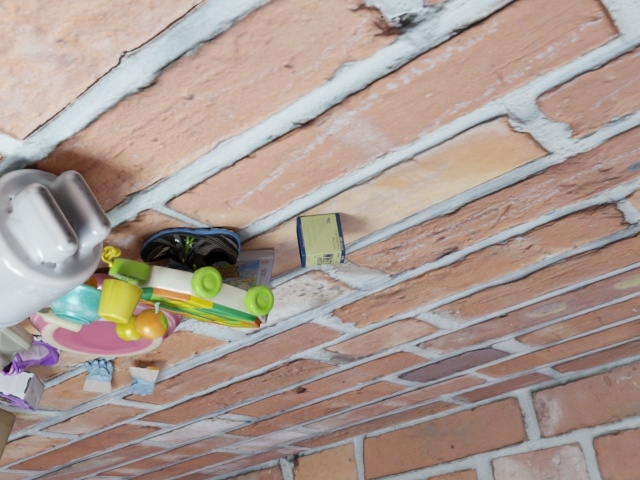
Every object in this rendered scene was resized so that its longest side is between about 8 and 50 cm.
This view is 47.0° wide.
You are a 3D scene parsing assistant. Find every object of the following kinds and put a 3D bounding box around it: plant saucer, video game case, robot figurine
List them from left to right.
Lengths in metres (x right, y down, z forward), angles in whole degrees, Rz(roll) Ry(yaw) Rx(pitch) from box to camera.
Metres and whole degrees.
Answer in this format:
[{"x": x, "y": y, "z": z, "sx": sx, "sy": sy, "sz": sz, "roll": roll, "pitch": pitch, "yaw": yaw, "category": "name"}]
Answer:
[{"x": -0.488, "y": 0.020, "z": 1.166, "sx": 0.353, "sy": 0.200, "sz": 0.300, "roll": -27, "pitch": -178, "yaw": 34, "category": "robot figurine"}, {"x": -0.465, "y": 0.174, "z": 1.586, "sx": 0.331, "sy": 0.084, "sz": 0.332, "roll": -2, "pitch": 151, "yaw": -1, "category": "plant saucer"}, {"x": -0.209, "y": 0.075, "z": 1.554, "sx": 0.212, "sy": 0.023, "sz": 0.193, "roll": -3, "pitch": 153, "yaw": -10, "category": "video game case"}]

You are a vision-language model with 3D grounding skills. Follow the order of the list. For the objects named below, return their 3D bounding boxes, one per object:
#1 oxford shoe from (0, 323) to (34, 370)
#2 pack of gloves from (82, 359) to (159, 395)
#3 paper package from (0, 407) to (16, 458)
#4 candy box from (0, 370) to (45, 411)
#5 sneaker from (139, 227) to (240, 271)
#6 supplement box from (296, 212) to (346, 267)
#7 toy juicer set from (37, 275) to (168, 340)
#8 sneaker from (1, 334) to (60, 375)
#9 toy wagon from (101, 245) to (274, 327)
[{"x": -0.691, "y": 0.153, "z": 1.402, "sx": 0.169, "sy": 0.130, "sz": 0.449, "roll": 33, "pitch": 160, "yaw": 16, "category": "oxford shoe"}, {"x": -0.553, "y": 0.370, "z": 2.042, "sx": 0.195, "sy": 0.046, "sz": 0.232, "roll": 11, "pitch": 146, "yaw": -12, "category": "pack of gloves"}, {"x": -1.018, "y": 0.479, "z": 1.899, "sx": 0.309, "sy": 0.168, "sz": 0.325, "roll": 2, "pitch": 155, "yaw": 12, "category": "paper package"}, {"x": -0.792, "y": 0.347, "z": 1.797, "sx": 0.196, "sy": 0.070, "sz": 0.165, "roll": 16, "pitch": 155, "yaw": -3, "category": "candy box"}, {"x": -0.244, "y": 0.022, "z": 1.377, "sx": 0.188, "sy": 0.078, "sz": 0.067, "roll": -3, "pitch": 154, "yaw": -6, "category": "sneaker"}, {"x": 0.000, "y": 0.000, "z": 1.397, "sx": 0.083, "sy": 0.083, "sz": 0.056, "roll": -7, "pitch": 154, "yaw": -6, "category": "supplement box"}, {"x": -0.422, "y": 0.116, "z": 1.364, "sx": 0.328, "sy": 0.090, "sz": 0.209, "roll": 2, "pitch": 157, "yaw": 28, "category": "toy juicer set"}, {"x": -0.703, "y": 0.269, "z": 1.709, "sx": 0.095, "sy": 0.105, "sz": 0.236, "roll": -18, "pitch": 153, "yaw": 17, "category": "sneaker"}, {"x": -0.265, "y": 0.094, "z": 1.387, "sx": 0.344, "sy": 0.068, "sz": 0.267, "roll": 23, "pitch": 161, "yaw": -37, "category": "toy wagon"}]
